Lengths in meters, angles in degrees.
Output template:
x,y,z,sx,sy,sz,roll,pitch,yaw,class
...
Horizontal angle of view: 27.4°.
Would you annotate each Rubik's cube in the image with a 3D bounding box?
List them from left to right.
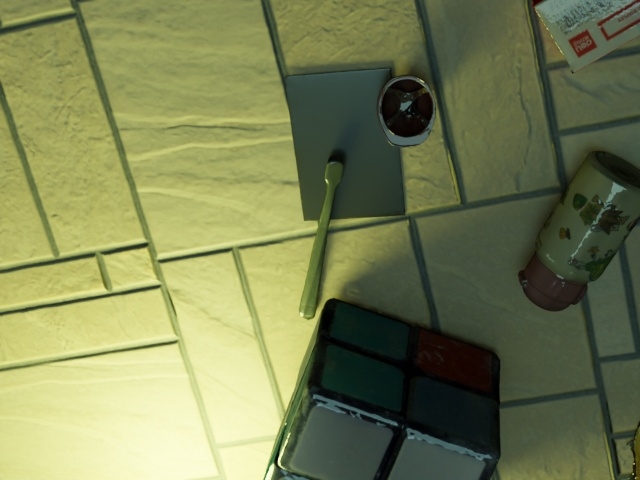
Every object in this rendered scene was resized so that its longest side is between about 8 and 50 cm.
x,y,z,sx,sy,sz,roll,pitch,yaw,class
0.090,0.326,2.083,0.316,0.318,0.313,19,115,-2,Rubik's cube

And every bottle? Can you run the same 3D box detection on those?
x,y,z,sx,sy,sz,roll,pitch,yaw,class
0.399,-0.004,2.006,0.120,0.120,0.253,26,116,-4,bottle

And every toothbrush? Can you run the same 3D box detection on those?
x,y,z,sx,sy,sz,roll,pitch,yaw,class
0.000,0.000,2.106,0.030,0.030,0.297,7,118,-6,toothbrush

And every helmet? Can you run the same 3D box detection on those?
x,y,z,sx,sy,sz,roll,pitch,yaw,class
0.130,-0.201,1.986,0.089,0.057,0.111,0,109,4,helmet

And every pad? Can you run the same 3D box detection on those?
x,y,z,sx,sy,sz,roll,pitch,yaw,class
0.042,-0.146,2.050,0.170,0.006,0.246,-4,113,9,pad

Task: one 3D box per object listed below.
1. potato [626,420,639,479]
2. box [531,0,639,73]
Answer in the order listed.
x,y,z,sx,sy,sz,roll,pitch,yaw,class
0.645,0.398,2.060,0.290,0.296,0.397,19,113,0,potato
0.431,-0.352,1.884,0.229,0.050,0.123,-31,108,18,box
